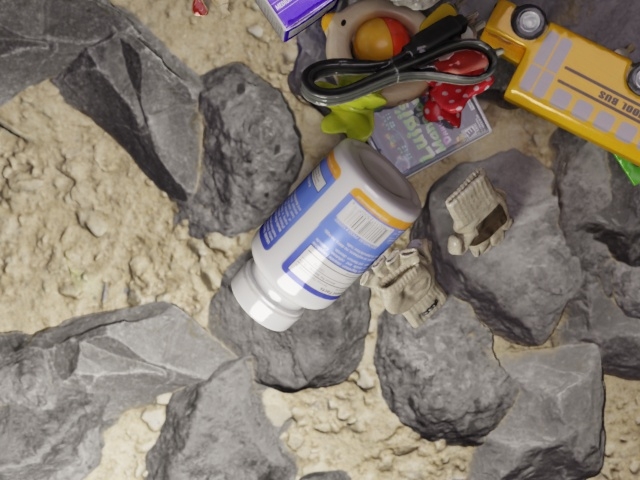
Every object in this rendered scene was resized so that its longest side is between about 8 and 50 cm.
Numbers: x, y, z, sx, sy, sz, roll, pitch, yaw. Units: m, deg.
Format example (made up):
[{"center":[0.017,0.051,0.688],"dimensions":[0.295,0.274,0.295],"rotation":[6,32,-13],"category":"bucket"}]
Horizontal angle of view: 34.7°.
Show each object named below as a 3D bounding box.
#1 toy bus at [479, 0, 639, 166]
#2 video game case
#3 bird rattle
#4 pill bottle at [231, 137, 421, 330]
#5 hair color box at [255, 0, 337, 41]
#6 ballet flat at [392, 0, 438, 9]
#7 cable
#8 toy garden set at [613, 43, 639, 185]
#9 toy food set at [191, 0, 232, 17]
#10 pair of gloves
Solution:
[{"center":[0.377,-0.219,1.457],"dimensions":[0.333,0.108,0.130],"rotation":[27,98,6],"category":"toy bus"},{"center":[0.136,-0.204,1.514],"dimensions":[0.173,0.022,0.190],"rotation":[-28,97,0],"category":"video game case"},{"center":[0.104,-0.251,1.439],"dimensions":[0.254,0.143,0.207],"rotation":[-17,79,-4],"category":"bird rattle"},{"center":[0.000,0.000,1.443],"dimensions":[0.152,0.152,0.272],"rotation":[42,112,-6],"category":"pill bottle"},{"center":[-0.103,-0.445,1.395],"dimensions":[0.110,0.185,0.339],"rotation":[-36,97,1],"category":"hair color box"},{"center":[0.059,-0.437,1.316],"dimensions":[0.409,0.147,0.147],"rotation":[32,94,-34],"category":"ballet flat"},{"center":[0.118,-0.225,1.366],"dimensions":[0.287,0.072,0.139],"rotation":[-29,70,-11],"category":"cable"},{"center":[0.513,-0.233,1.517],"dimensions":[0.244,0.049,0.204],"rotation":[-33,89,8],"category":"toy garden set"},{"center":[-0.177,-0.379,1.482],"dimensions":[0.078,0.019,0.122],"rotation":[-12,104,-1],"category":"toy food set"},{"center":[0.175,0.010,1.468],"dimensions":[0.240,0.204,0.042],"rotation":[-47,59,5],"category":"pair of gloves"}]
